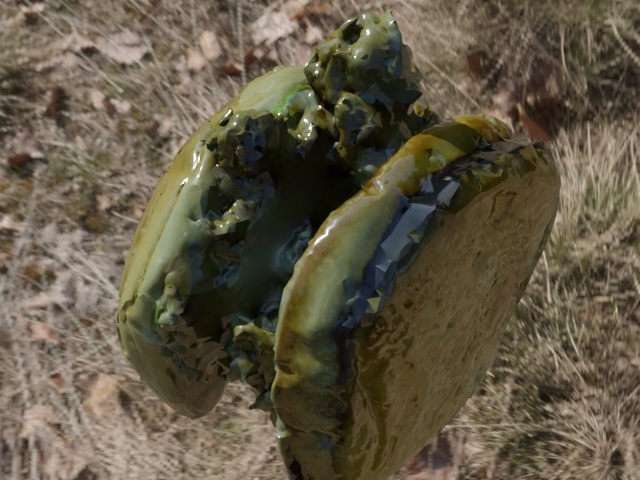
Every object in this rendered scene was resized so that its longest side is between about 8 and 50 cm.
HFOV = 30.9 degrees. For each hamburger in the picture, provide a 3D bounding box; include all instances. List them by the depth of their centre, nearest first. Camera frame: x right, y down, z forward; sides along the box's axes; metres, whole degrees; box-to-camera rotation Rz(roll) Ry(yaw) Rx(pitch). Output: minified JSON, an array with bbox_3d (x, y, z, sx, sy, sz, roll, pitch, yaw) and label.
[{"bbox_3d":[0.000,0.000,0.434,0.131,0.159,0.185,31,124,25],"label":"hamburger"}]
